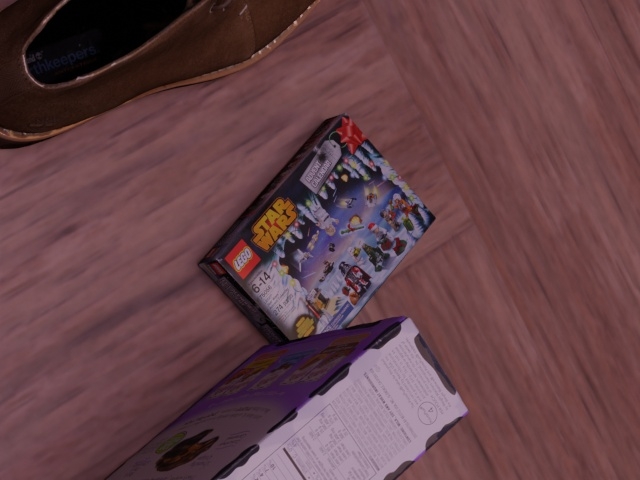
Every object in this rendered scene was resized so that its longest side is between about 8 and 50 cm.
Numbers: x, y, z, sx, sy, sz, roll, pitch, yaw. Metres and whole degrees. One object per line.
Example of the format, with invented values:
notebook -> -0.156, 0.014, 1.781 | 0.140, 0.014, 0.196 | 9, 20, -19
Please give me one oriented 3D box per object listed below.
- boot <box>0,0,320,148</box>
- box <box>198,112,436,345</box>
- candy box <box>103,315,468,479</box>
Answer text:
boot -> -0.071, -0.148, 1.163 | 0.305, 0.115, 0.112 | -35, 99, -31
box -> 0.000, 0.000, 1.233 | 0.094, 0.027, 0.137 | 48, 63, -15
candy box -> -0.041, 0.132, 1.108 | 0.196, 0.165, 0.070 | -39, 102, -29
